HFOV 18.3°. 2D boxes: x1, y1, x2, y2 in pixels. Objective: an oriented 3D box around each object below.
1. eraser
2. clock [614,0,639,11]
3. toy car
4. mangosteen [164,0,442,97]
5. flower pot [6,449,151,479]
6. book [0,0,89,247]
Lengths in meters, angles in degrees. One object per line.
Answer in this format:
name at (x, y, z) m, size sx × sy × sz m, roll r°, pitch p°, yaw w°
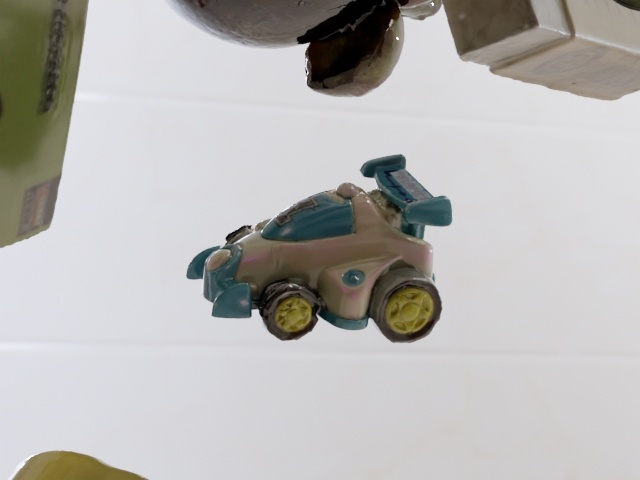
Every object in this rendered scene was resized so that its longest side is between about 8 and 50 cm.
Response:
eraser at (0.183, -0.196, 1.533) m, size 0.078 × 0.343 × 0.144 m, roll -20°, pitch -99°, yaw 26°
clock at (0.221, -0.194, 1.336) m, size 0.017 × 0.085 × 0.085 m, roll -44°, pitch 147°, yaw -70°
toy car at (0.000, 0.000, 1.306) m, size 0.126 × 0.161 × 0.098 m, roll -130°, pitch -136°, yaw -62°
mangosteen at (-0.022, -0.367, 2.282) m, size 0.435 × 0.382 × 0.382 m, roll 58°, pitch -5°, yaw -35°
flower pot at (-0.182, 0.267, 1.318) m, size 0.179 × 0.195 × 0.195 m, roll -51°, pitch 166°, yaw -54°
book at (-0.268, -0.066, 1.140) m, size 0.035 × 0.352 × 0.239 m, roll 31°, pitch -57°, yaw 28°
